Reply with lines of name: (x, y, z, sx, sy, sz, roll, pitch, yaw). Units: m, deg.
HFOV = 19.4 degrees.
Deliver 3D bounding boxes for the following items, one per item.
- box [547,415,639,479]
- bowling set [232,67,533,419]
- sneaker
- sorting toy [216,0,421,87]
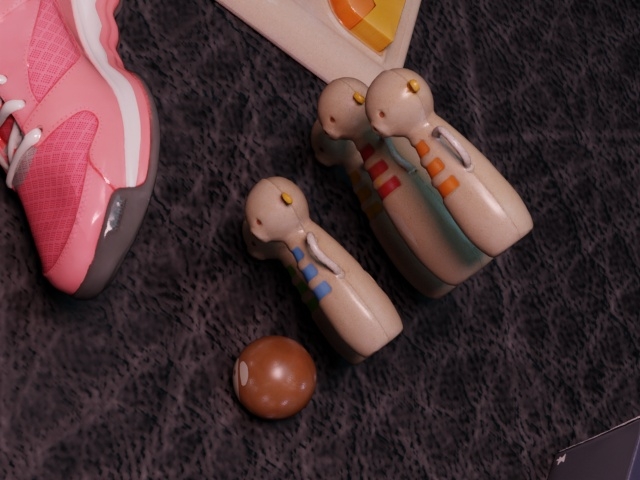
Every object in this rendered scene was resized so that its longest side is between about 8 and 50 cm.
box: (0.221, 0.278, 1.255, 0.184, 0.103, 0.261, 38, 48, -15)
bowling set: (0.000, 0.000, 1.176, 0.200, 0.287, 0.154, -37, 86, -12)
sneaker: (-0.188, -0.102, 1.133, 0.136, 0.116, 0.313, 4, 58, -27)
sorting toy: (0.003, -0.224, 1.389, 0.193, 0.038, 0.208, 35, 49, -20)
